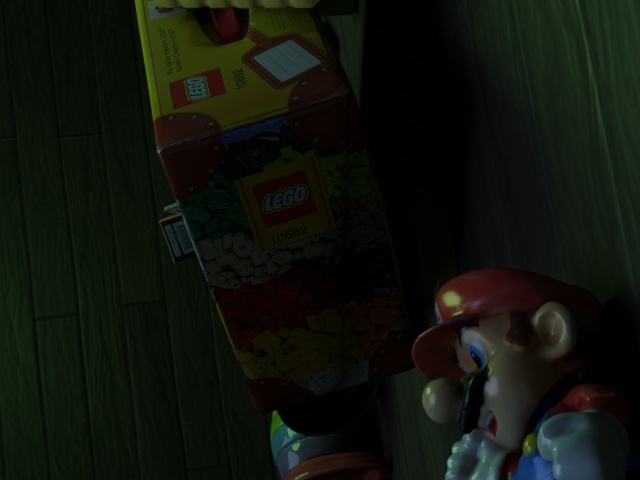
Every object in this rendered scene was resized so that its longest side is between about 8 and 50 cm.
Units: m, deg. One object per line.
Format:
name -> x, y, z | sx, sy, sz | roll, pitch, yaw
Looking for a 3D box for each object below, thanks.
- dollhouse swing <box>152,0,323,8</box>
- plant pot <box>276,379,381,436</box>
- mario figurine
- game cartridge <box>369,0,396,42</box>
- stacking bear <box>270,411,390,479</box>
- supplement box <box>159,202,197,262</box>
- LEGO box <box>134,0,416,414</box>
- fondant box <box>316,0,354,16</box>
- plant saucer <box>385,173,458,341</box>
dollhouse swing -> -0.181, -0.344, 1.057 | 0.347, 0.315, 0.304 | 9, 112, 35
plant pot -> -0.021, 0.172, 1.705 | 0.165, 0.167, 0.167 | -138, 40, -55
mario figurine -> 0.143, 0.158, 0.803 | 0.198, 0.170, 0.320 | -49, 46, 28
game cartridge -> 0.075, -0.275, 1.398 | 0.083, 0.017, 0.056 | 106, 159, -66
stacking bear -> 0.001, 0.272, 1.815 | 0.175, 0.164, 0.289 | 94, 170, -48
supplement box -> -0.159, -0.014, 1.372 | 0.083, 0.043, 0.055 | -108, -1, -76
LEGO box -> -0.065, -0.114, 1.360 | 0.500, 0.193, 0.372 | -108, 1, -53
fondant box -> -0.032, -0.475, 1.652 | 0.330, 0.096, 0.238 | -116, 21, -60
plant saucer -> 0.109, 0.045, 1.347 | 0.241, 0.037, 0.240 | 174, 90, -80
